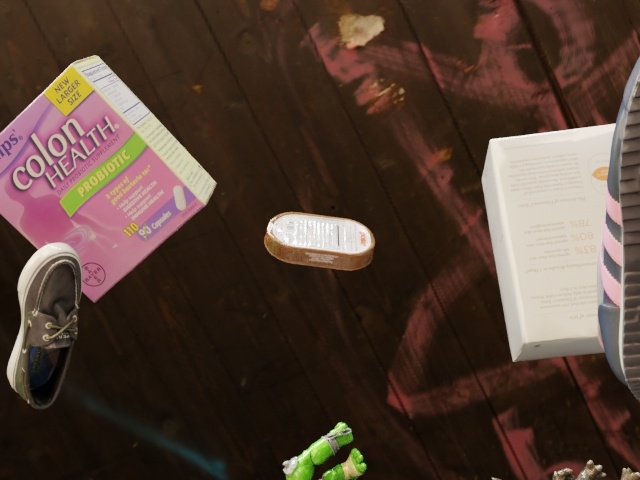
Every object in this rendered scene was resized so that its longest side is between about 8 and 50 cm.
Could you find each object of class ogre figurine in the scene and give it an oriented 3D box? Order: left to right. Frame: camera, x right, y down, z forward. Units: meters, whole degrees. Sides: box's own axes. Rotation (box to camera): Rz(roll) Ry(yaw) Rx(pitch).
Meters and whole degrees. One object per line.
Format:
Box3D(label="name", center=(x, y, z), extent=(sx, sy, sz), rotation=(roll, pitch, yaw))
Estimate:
Box3D(label="ogre figurine", center=(0.009, 0.390, 1.168), extent=(0.118, 0.097, 0.197), rotation=(-11, -66, -22))

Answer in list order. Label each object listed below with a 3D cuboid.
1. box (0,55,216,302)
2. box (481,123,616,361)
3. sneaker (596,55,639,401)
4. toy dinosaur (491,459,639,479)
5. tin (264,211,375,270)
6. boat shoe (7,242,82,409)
Box3D(label="box", center=(-0.304, -0.083, 1.041), extent=(0.213, 0.117, 0.243), rotation=(-39, -76, 12))
Box3D(label="box", center=(0.403, 0.008, 1.272), extent=(0.215, 0.168, 0.345), rotation=(-6, -109, 5))
Box3D(label="sneaker", center=(0.286, -0.025, 0.670), extent=(0.112, 0.131, 0.319), rotation=(2, -77, 0))
Box3D(label="toy dinosaur", center=(0.356, 0.390, 1.066), extent=(0.313, 0.160, 0.121), rotation=(20, -44, 39))
Box3D(label="tin", center=(0.000, 0.000, 1.318), extent=(0.189, 0.106, 0.040), rotation=(7, -47, -6))
Box3D(label="boat shoe", center=(-0.336, 0.114, 0.958), extent=(0.076, 0.080, 0.228), rotation=(40, -63, 35))
